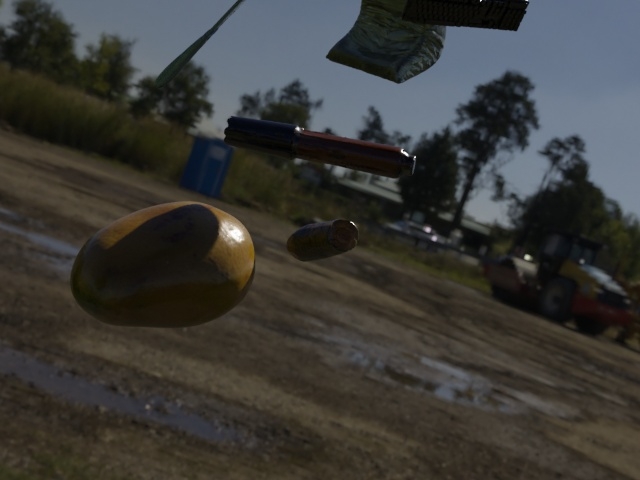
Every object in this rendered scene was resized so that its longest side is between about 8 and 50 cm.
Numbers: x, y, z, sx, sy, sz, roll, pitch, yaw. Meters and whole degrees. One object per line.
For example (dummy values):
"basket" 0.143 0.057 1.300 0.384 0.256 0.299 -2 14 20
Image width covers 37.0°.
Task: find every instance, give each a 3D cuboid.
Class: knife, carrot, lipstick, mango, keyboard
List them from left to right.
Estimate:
"mango" -0.296 0.052 1.796 0.378 0.221 0.263 -17 43 -43
"knife" -0.140 -0.287 1.291 0.019 0.044 0.313 51 -44 -8
"lipstick" -0.004 -0.199 2.048 0.418 0.077 0.077 12 2 10
"carrot" 0.000 0.000 2.039 0.082 0.082 0.173 18 -21 -34
"keyboard" 0.261 -0.411 1.717 0.231 0.072 0.023 2 47 -16

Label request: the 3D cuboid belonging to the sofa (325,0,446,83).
"sofa" 0.138 -0.465 1.961 0.210 0.226 0.176 28 42 34
